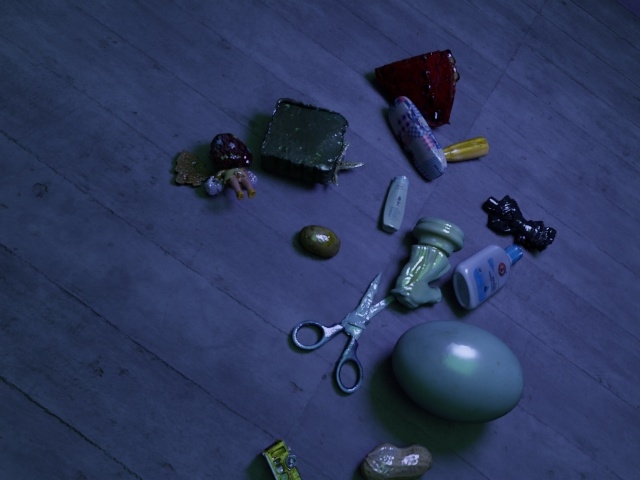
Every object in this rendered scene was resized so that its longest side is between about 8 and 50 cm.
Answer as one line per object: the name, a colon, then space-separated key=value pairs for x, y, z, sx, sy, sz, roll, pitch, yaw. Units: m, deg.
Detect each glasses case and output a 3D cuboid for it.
glasses case: x=0.346 y=-0.369 z=1.742 sx=0.076 sy=0.125 sz=0.327 roll=-24 pitch=77 yaw=-23

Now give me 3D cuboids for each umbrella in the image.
umbrella: x=0.713 y=-0.063 z=1.750 sx=0.272 sy=0.122 sz=0.110 roll=38 pitch=19 yaw=4

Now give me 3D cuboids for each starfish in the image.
starfish: x=0.062 y=-0.264 z=1.644 sx=0.176 sy=0.053 sz=0.208 roll=9 pitch=66 yaw=6

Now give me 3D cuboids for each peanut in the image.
peanut: x=0.212 y=0.612 z=1.329 sx=0.214 sy=0.090 sz=0.098 roll=4 pitch=39 yaw=-17

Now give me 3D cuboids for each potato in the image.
potato: x=0.000 y=0.000 z=1.516 sx=0.138 sy=0.070 sz=0.091 roll=19 pitch=66 yaw=-10

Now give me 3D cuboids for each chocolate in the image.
chocolate: x=0.521 y=-0.335 z=1.810 sx=0.219 sy=0.085 sz=0.086 roll=-13 pitch=74 yaw=-17

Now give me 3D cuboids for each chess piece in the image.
chess piece: x=0.344 y=0.087 z=1.559 sx=0.175 sy=0.176 sz=0.298 roll=26 pitch=75 yaw=-6

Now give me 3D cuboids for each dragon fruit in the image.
dragon fruit: x=0.392 y=-0.592 z=1.872 sx=0.329 sy=0.228 sz=0.286 roll=-48 pitch=121 yaw=-46

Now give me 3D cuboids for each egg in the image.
egg: x=0.389 y=0.370 z=1.375 sx=0.389 sy=0.276 sz=0.276 roll=19 pitch=65 yaw=-11

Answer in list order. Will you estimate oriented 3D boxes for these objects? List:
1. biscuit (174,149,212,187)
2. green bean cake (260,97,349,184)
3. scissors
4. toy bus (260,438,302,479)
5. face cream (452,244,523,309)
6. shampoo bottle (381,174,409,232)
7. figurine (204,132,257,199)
biscuit: x=-0.405 y=-0.225 z=1.507 sx=0.119 sy=0.019 sz=0.130 roll=-15 pitch=75 yaw=-25
green bean cake: x=-0.050 y=-0.320 z=1.573 sx=0.255 sy=0.132 sz=0.241 roll=13 pitch=65 yaw=2
scissors: x=0.115 y=0.252 z=1.476 sx=0.256 sy=0.029 sz=0.383 roll=46 pitch=62 yaw=3
toy bus: x=-0.073 y=0.629 z=1.241 sx=0.074 sy=0.081 sz=0.226 roll=-24 pitch=81 yaw=-19
face cream: x=0.572 y=0.100 z=1.629 sx=0.336 sy=0.080 sz=0.163 roll=-24 pitch=106 yaw=-35
shampoo bottle: x=0.259 y=-0.127 z=1.660 sx=0.072 sy=0.049 sz=0.212 roll=19 pitch=64 yaw=-5
figurine: x=-0.270 y=-0.222 z=1.486 sx=0.174 sy=0.116 sz=0.240 roll=-10 pitch=69 yaw=-31
